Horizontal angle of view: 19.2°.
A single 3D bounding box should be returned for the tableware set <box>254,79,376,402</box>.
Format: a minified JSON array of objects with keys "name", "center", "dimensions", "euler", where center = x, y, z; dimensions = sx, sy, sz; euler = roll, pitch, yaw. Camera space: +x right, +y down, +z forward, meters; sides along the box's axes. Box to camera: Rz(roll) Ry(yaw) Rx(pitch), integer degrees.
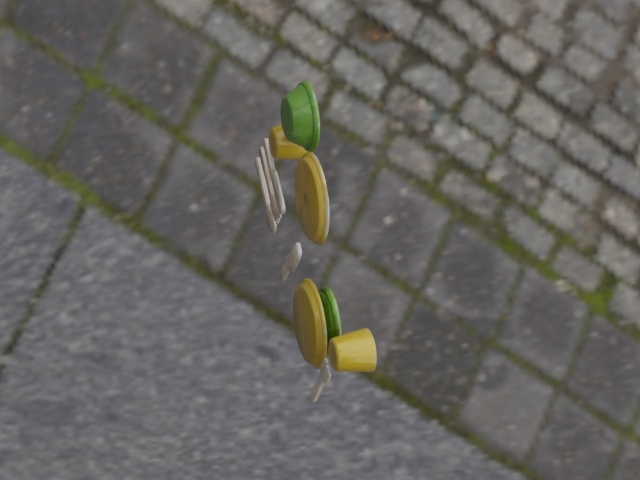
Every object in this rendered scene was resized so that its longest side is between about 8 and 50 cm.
[{"name":"tableware set","center":[0.000,0.000,0.981],"dimensions":[0.024,0.104,0.154],"euler":[-7,68,-16]}]
